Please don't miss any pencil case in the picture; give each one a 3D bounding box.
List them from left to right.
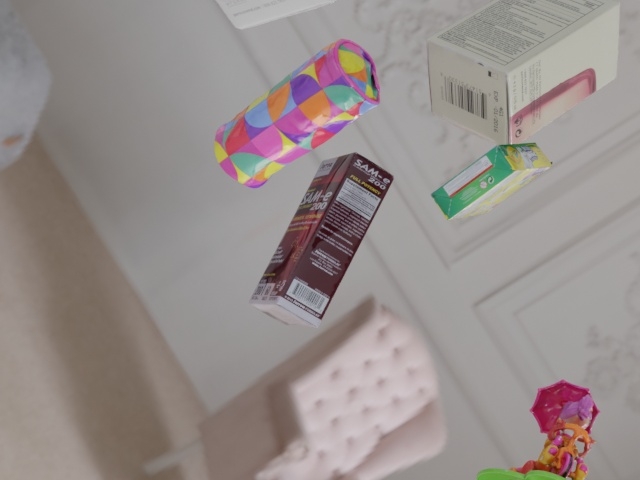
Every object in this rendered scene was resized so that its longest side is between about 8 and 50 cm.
[{"bbox_3d":[-0.029,-0.157,1.630,0.104,0.236,0.104,33,40,-33],"label":"pencil case"}]

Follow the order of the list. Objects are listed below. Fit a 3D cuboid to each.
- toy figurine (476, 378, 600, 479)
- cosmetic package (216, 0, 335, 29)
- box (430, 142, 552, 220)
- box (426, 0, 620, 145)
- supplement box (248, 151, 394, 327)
[{"bbox_3d":[0.282,0.237,1.536,0.130,0.159,0.173,30,-25,-4],"label":"toy figurine"},{"bbox_3d":[-0.078,-0.405,1.126,0.156,0.217,0.385,-5,-53,52],"label":"cosmetic package"},{"bbox_3d":[0.212,-0.074,1.553,0.043,0.105,0.179,58,24,12],"label":"box"},{"bbox_3d":[0.276,-0.246,1.751,0.148,0.232,0.127,31,-38,39],"label":"box"},{"bbox_3d":[0.000,0.000,1.803,0.073,0.239,0.130,32,-13,-17],"label":"supplement box"}]
